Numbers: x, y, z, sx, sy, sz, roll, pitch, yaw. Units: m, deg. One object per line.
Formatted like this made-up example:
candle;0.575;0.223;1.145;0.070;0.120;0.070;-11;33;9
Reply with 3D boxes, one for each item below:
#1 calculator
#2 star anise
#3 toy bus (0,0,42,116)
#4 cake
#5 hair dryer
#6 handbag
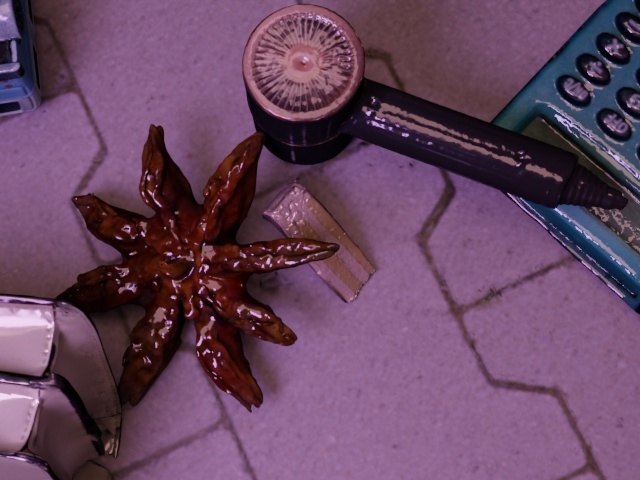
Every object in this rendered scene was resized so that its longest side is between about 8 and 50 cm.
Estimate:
calculator;0.311;-0.097;1.206;0.248;0.058;0.274;43;81;10
star anise;-0.115;0.029;1.160;0.288;0.088;0.288;2;96;19
toy bus;-0.340;-0.252;1.215;0.133;0.165;0.271;-9;76;0
cake;0.000;0.000;1.213;0.052;0.065;0.121;-43;102;-7
hair dryer;0.101;-0.087;1.155;0.352;0.189;0.107;22;81;3
handbag;-0.365;0.145;1.090;0.358;0.237;0.160;7;65;5
